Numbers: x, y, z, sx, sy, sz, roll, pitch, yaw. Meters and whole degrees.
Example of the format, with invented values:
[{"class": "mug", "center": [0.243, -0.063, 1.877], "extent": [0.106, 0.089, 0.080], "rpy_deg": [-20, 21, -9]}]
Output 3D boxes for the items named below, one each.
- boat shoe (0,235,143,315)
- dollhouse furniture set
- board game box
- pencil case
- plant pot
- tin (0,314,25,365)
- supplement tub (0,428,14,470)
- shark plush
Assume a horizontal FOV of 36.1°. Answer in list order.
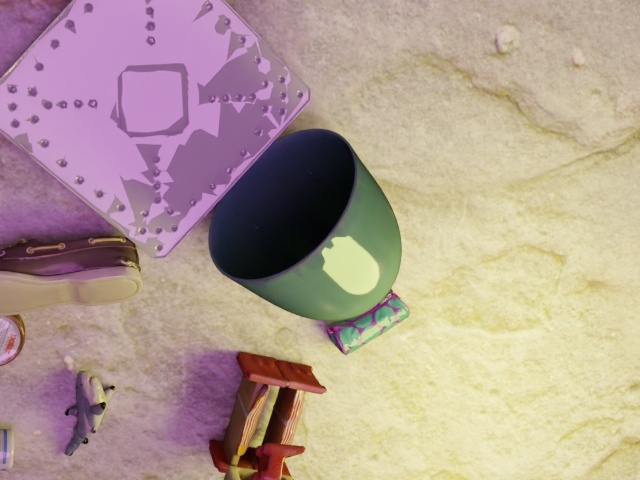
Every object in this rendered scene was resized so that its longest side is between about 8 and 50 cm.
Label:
[{"class": "boat shoe", "center": [-0.455, 0.049, 1.588], "extent": [0.324, 0.096, 0.116], "rpy_deg": [-4, 147, -15]}, {"class": "dollhouse furniture set", "center": [-0.069, 0.360, 1.672], "extent": [0.152, 0.374, 0.201], "rpy_deg": [15, 103, -18]}, {"class": "board game box", "center": [-0.274, -0.229, 1.591], "extent": [0.390, 0.050, 0.390], "rpy_deg": [-48, 115, -1]}, {"class": "pencil case", "center": [0.088, 0.152, 1.831], "extent": [0.152, 0.064, 0.070], "rpy_deg": [-32, 130, -8]}, {"class": "plant pot", "center": [0.000, 0.000, 1.640], "extent": [0.293, 0.293, 0.235], "rpy_deg": [-48, 130, -1]}, {"class": "tin", "center": [-0.579, 0.146, 1.607], "extent": [0.190, 0.040, 0.106], "rpy_deg": [19, 103, -24]}, {"class": "supplement tub", "center": [-0.573, 0.353, 1.653], "extent": [0.107, 0.071, 0.071], "rpy_deg": [4, 105, -21]}, {"class": "shark plush", "center": [-0.414, 0.303, 1.722], "extent": [0.067, 0.073, 0.161], "rpy_deg": [22, 120, -5]}]
